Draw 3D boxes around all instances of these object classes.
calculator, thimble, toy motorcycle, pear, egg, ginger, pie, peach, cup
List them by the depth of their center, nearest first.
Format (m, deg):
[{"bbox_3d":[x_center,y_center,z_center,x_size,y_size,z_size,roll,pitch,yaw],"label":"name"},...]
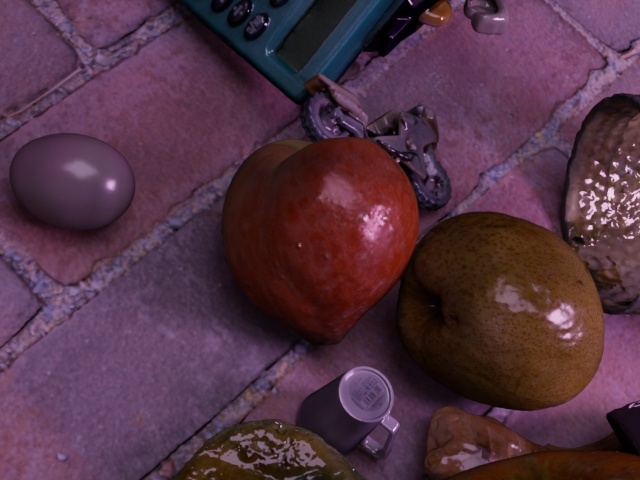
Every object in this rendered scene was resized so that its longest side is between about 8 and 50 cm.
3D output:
[{"bbox_3d":[-0.049,0.311,1.531,0.277,0.078,0.277,8,58,-13],"label":"pie"},{"bbox_3d":[0.039,0.187,1.612,0.104,0.116,0.074,41,59,-1],"label":"cup"},{"bbox_3d":[-0.266,-0.063,1.654,0.135,0.103,0.103,11,59,-8],"label":"egg"},{"bbox_3d":[0.000,0.000,1.658,0.232,0.232,0.232,8,60,-14],"label":"peach"},{"bbox_3d":[0.189,0.079,1.669,0.211,0.188,0.228,-2,48,-23],"label":"pear"},{"bbox_3d":[0.235,0.234,1.671,0.294,0.086,0.131,-1,51,-28],"label":"ginger"},{"bbox_3d":[0.398,-0.038,1.763,0.150,0.271,0.271,1,61,-16],"label":"thimble"},{"bbox_3d":[0.065,-0.124,1.791,0.229,0.094,0.130,28,52,-33],"label":"toy motorcycle"},{"bbox_3d":[-0.033,-0.324,1.803,0.274,0.058,0.248,43,99,19],"label":"calculator"}]

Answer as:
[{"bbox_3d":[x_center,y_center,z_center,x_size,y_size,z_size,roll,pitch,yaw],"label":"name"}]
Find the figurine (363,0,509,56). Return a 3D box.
[{"bbox_3d":[0.098,-0.345,1.909,0.308,0.143,0.308,-7,41,6],"label":"figurine"}]

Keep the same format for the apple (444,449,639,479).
[{"bbox_3d":[0.227,0.382,1.412,0.384,0.374,0.374,-15,67,-18],"label":"apple"}]

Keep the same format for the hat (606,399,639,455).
[{"bbox_3d":[0.405,0.336,1.639,0.238,0.209,0.336,-10,47,-42],"label":"hat"}]
